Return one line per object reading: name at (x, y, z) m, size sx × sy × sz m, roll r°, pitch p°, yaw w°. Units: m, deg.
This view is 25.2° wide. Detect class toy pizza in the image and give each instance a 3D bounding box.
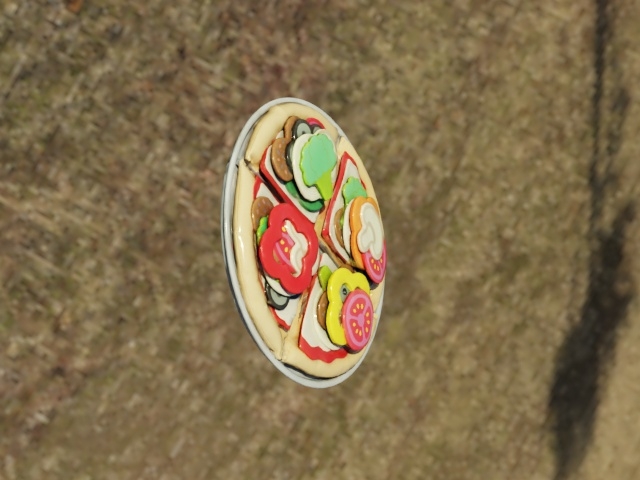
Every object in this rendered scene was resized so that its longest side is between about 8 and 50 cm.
toy pizza at (0.000, 0.000, 0.979) m, size 0.201 × 0.032 × 0.201 m, roll 20°, pitch 65°, yaw -55°
